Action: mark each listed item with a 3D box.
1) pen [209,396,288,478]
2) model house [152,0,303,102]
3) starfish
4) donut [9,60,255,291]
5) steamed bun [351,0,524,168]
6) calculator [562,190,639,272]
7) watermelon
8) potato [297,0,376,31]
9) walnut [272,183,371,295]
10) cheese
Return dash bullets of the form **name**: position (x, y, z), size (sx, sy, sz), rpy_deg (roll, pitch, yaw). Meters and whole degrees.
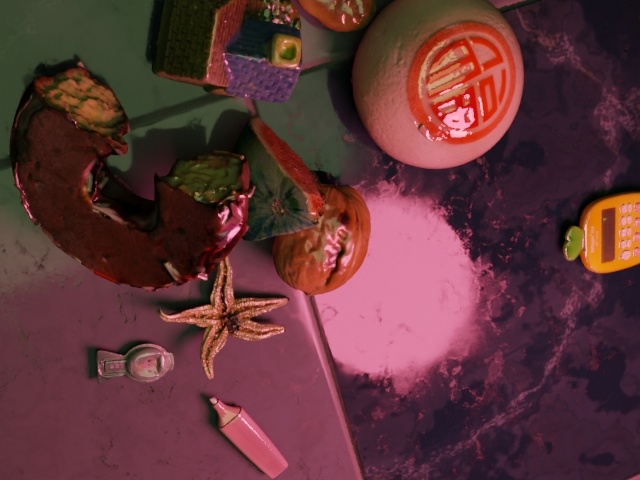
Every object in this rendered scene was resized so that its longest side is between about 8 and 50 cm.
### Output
- **pen**: position (-0.128, 0.331, 1.443), size (0.053, 0.032, 0.197), rpy_deg (-38, 115, -4)
- **model house**: position (-0.112, -0.290, 1.193), size (0.214, 0.189, 0.195), rpy_deg (12, 103, -19)
- **starfish**: position (-0.154, 0.114, 1.365), size (0.223, 0.050, 0.217), rpy_deg (3, 98, -30)
- **donut**: position (-0.266, -0.065, 1.188), size (0.345, 0.136, 0.259), rpy_deg (28, 129, 0)
- **steamed bun**: position (0.192, -0.246, 1.304), size (0.283, 0.177, 0.283), rpy_deg (-5, 107, -17)
- **calculator**: position (0.544, -0.016, 1.557), size (0.234, 0.032, 0.146), rpy_deg (-10, 107, -16)
- **watermelon**: position (-0.096, -0.071, 1.246), size (0.128, 0.231, 0.146), rpy_deg (36, 107, -26)
- **potato**: position (0.019, -0.370, 1.273), size (0.138, 0.070, 0.091), rpy_deg (35, 98, -15)
- **walnut**: position (0.000, 0.000, 1.332), size (0.155, 0.155, 0.184), rpy_deg (10, 97, -20)
- **cheese**: position (-0.295, 0.198, 1.355), size (0.120, 0.026, 0.067), rpy_deg (-3, 105, -16)
